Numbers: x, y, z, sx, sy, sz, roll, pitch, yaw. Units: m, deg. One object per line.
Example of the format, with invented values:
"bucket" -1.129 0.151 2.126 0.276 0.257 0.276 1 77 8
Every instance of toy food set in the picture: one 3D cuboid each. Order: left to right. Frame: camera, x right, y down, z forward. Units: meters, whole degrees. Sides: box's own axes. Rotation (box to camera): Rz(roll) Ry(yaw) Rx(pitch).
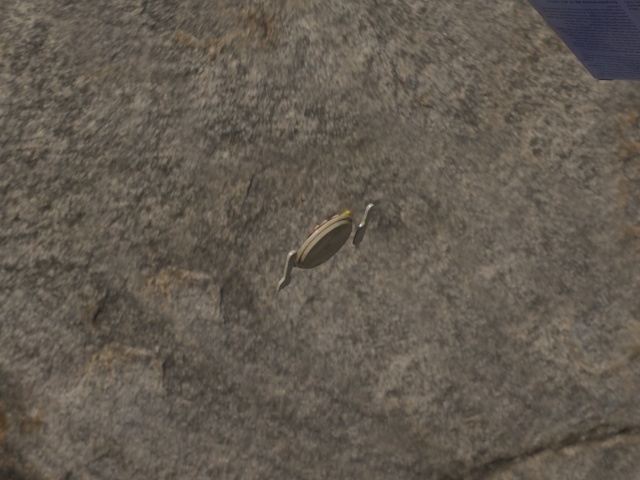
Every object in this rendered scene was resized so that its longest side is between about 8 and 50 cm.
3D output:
"toy food set" 0.000 0.000 1.434 0.192 0.038 0.132 -31 157 -29

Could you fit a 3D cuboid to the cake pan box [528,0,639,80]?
"cake pan box" 0.249 -0.188 0.583 0.246 0.267 0.070 32 80 -39
